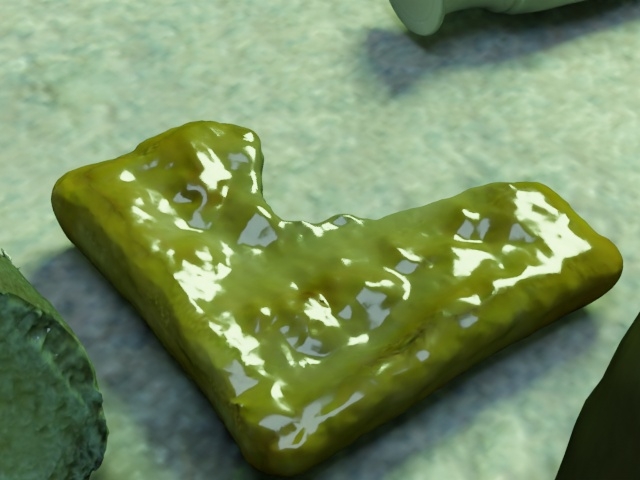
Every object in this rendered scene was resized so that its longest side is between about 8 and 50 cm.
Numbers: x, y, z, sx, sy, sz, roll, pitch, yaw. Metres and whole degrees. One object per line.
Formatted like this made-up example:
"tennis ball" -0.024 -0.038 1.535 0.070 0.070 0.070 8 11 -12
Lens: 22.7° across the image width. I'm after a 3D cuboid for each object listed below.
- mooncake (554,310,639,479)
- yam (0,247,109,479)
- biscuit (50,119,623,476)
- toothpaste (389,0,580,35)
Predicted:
"mooncake" 0.228 0.118 0.368 0.378 0.200 0.378 6 36 -4
"yam" -0.202 0.012 0.569 0.154 0.154 0.254 -30 55 -24
"biscuit" 0.000 0.000 0.644 0.174 0.039 0.183 -32 54 -24
"toothpaste" 0.154 -0.163 0.794 0.266 0.061 0.096 -19 47 -24
